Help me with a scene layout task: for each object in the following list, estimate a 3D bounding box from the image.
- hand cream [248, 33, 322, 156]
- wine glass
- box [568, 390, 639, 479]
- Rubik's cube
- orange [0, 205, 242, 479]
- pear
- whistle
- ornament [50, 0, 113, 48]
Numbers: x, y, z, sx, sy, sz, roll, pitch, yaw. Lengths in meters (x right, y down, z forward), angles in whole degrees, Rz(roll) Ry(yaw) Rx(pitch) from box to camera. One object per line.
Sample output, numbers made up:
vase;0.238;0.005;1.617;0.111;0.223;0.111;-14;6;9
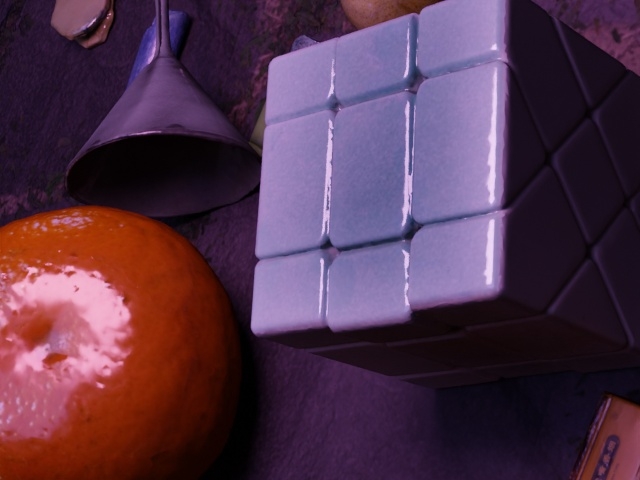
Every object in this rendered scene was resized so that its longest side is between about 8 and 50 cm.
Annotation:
hand cream;-0.041;-0.188;1.862;0.095;0.046;0.175;36;108;48
wine glass;-0.211;-0.260;1.891;0.267;0.267;0.406;-20;62;36
box;0.356;0.259;1.345;0.237;0.070;0.152;22;91;41
Rubik's cube;0.149;-0.034;1.453;0.316;0.319;0.321;-13;67;39
orange;-0.303;0.165;1.766;0.424;0.326;0.424;-1;77;5
pear;0.104;-0.318;1.715;0.167;0.137;0.167;-11;72;39
whistle;-0.266;-0.197;2.053;0.062;0.062;0.304;16;86;43
ornament;-0.363;-0.420;2.222;0.180;0.059;0.201;41;102;43
